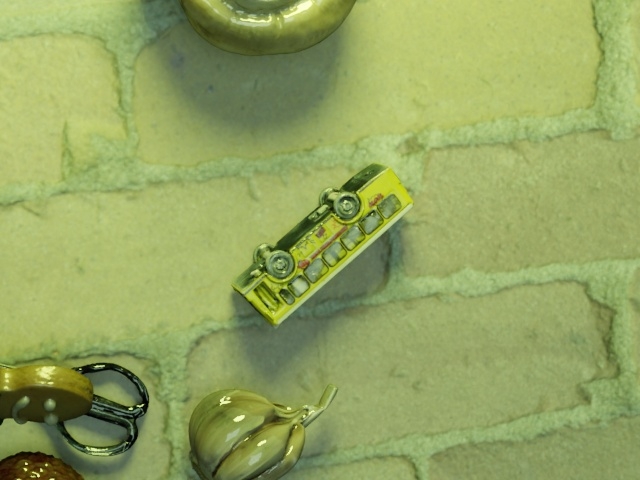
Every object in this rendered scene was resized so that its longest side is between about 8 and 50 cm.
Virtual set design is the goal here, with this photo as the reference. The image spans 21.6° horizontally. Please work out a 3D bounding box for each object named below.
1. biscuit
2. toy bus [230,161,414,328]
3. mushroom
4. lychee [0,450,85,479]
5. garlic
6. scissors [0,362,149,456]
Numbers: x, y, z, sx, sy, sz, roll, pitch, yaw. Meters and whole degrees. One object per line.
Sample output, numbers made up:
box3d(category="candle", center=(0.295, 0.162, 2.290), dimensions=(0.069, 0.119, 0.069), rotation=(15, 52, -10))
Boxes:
box3d(category="biscuit", center=(-0.399, 0.172, 1.827), dimensions=(0.301, 0.197, 0.049), rotation=(1, 65, -8))
box3d(category="toy bus", center=(0.000, 0.000, 1.949), dimensions=(0.226, 0.081, 0.074), rotation=(-42, 107, -8))
box3d(category="mushroom", center=(-0.069, -0.330, 1.815), dimensions=(0.260, 0.234, 0.254), rotation=(14, 90, -12))
box3d(category="lychee", center=(-0.323, 0.335, 1.866), dimensions=(0.194, 0.194, 0.194), rotation=(-1, 97, -11))
box3d(category="garlic", center=(-0.061, 0.220, 1.931), dimensions=(0.194, 0.131, 0.127), rotation=(-28, 130, -6))
box3d(category="scissors", center=(-0.344, 0.161, 1.922), dimensions=(0.300, 0.022, 0.109), rotation=(20, 90, -13))
